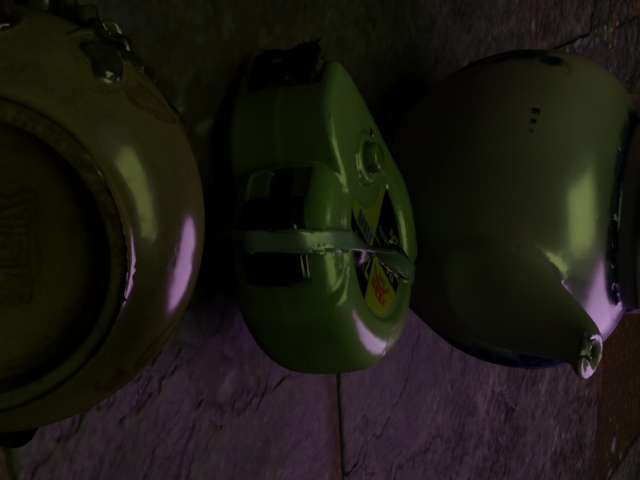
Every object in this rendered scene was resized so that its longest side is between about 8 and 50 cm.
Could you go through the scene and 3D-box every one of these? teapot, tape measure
[{"bbox_3d":[0.197,-0.023,0.866,0.424,0.279,0.252,-52,140,-53],"label":"teapot"},{"bbox_3d":[-0.136,-0.029,0.466,0.182,0.173,0.270,-113,-156,-74],"label":"teapot"},{"bbox_3d":[0.000,0.000,0.733,0.200,0.106,0.175,58,36,-50],"label":"tape measure"}]

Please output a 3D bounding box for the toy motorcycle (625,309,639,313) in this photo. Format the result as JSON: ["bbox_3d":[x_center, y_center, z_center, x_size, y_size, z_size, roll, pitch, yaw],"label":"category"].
[{"bbox_3d":[0.312,0.019,1.201,0.263,0.157,0.091,40,67,-53],"label":"toy motorcycle"}]
